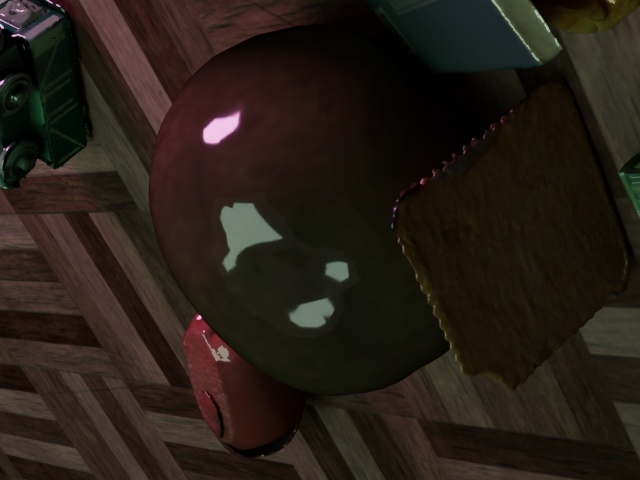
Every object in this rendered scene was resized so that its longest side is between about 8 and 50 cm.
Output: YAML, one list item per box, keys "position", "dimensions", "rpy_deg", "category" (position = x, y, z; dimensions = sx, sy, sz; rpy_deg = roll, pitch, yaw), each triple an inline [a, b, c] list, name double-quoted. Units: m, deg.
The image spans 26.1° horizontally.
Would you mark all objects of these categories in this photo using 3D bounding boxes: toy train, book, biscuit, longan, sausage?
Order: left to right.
- position: [-0.380, -0.181, 1.746]
  dimensions: [0.115, 0.154, 0.269]
  rpy_deg: [30, 143, 24]
  category: "toy train"
- position: [-0.098, 0.173, 1.824]
  dimensions: [0.152, 0.152, 0.280]
  rpy_deg: [24, 142, 29]
  category: "sausage"
- position: [0.007, -0.032, 1.342]
  dimensions: [0.361, 0.361, 0.361]
  rpy_deg: [29, 144, 24]
  category: "longan"
- position: [0.060, -0.245, 1.140]
  dimensions: [0.264, 0.031, 0.379]
  rpy_deg: [52, 176, -10]
  category: "book"
- position: [0.183, 0.003, 1.256]
  dimensions: [0.013, 0.232, 0.237]
  rpy_deg: [13, 136, 54]
  category: "biscuit"
- position: [0.310, -0.040, 1.246]
  dimensions: [0.056, 0.038, 0.093]
  rpy_deg: [2, 129, 55]
  category: "toy train"

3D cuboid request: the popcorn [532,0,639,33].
- position: [0.173, -0.258, 1.066]
  dimensions: [0.194, 0.163, 0.140]
  rpy_deg: [24, 167, -33]
  category: "popcorn"
